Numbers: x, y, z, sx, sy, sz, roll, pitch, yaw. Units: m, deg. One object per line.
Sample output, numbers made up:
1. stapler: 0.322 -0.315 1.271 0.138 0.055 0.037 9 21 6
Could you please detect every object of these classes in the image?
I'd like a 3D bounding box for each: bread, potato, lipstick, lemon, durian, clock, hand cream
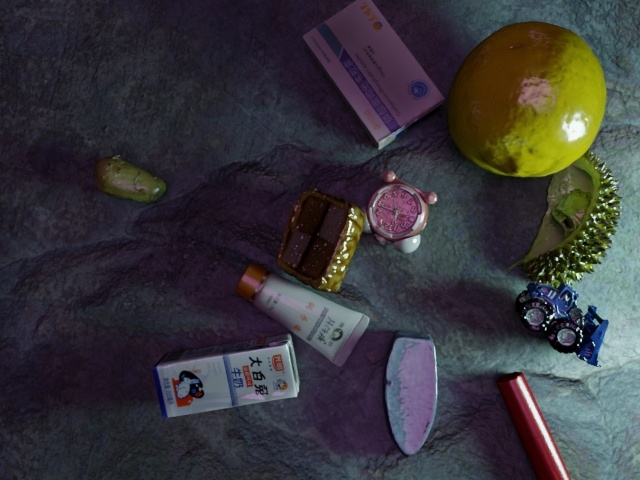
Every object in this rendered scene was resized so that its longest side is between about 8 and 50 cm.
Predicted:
1. bread: 0.000 0.000 1.230 0.181 0.096 0.222 18 84 37
2. potato: -0.480 -0.147 1.315 0.188 0.085 0.105 17 62 3
3. lipstick: 0.479 0.436 1.173 0.073 0.073 0.280 -22 82 1
4. lemon: 0.444 -0.304 1.148 0.347 0.348 0.348 -1 83 4
5. durian: 0.595 -0.043 1.228 0.169 0.157 0.356 22 83 43
6. clock: 0.182 -0.064 1.256 0.165 0.093 0.162 30 95 12
7. hand cream: -0.051 0.170 1.246 0.314 0.089 0.140 27 97 0

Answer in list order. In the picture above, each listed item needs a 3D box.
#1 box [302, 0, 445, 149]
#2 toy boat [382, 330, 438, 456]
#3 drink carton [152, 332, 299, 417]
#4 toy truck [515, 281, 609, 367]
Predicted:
1. box: 0.131 -0.420 1.312 0.200 0.065 0.343 -34 81 -1
2. toy boat: 0.205 0.352 1.201 0.127 0.078 0.283 4 82 1
3. drink carton: -0.211 0.308 1.214 0.314 0.106 0.131 -10 97 2
4. toy truck: 0.546 0.175 1.168 0.208 0.113 0.126 37 106 5
